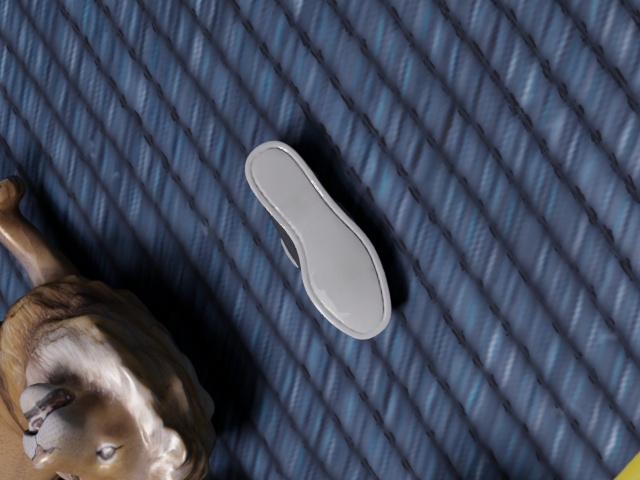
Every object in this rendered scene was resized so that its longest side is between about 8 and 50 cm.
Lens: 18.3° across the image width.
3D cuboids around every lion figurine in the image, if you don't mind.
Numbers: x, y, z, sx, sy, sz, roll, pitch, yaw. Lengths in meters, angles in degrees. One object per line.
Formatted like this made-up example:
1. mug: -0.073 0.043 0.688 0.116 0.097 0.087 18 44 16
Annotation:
1. lion figurine: -0.207 0.119 1.322 0.240 0.142 0.392 54 147 7

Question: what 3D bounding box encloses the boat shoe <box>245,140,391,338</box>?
1. boat shoe: 0.000 0.000 1.121 0.046 0.038 0.125 -37 83 3

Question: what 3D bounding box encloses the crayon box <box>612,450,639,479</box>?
1. crayon box: 0.265 0.210 0.914 0.318 0.081 0.202 50 134 17
